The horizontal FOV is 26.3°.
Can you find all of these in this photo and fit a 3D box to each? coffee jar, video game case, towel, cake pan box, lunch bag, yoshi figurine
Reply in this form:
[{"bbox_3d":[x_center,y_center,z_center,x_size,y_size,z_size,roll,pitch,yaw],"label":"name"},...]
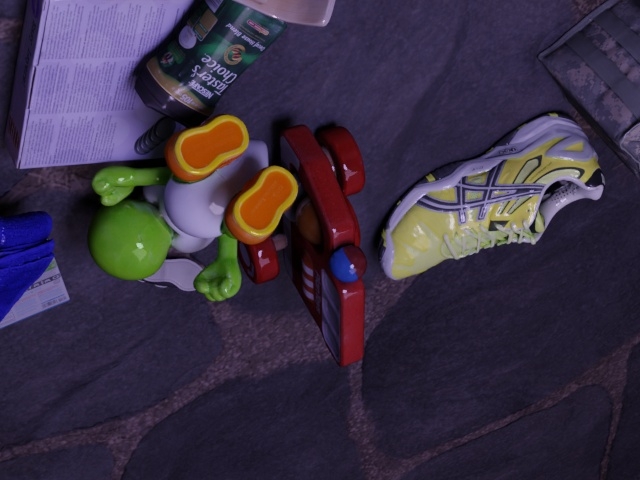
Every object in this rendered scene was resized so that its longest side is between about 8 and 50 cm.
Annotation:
[{"bbox_3d":[-0.132,-0.219,1.618,0.184,0.079,0.096,-47,140,15],"label":"coffee jar"},{"bbox_3d":[-0.418,0.050,1.872,0.119,0.015,0.166,-22,142,-12],"label":"video game case"},{"bbox_3d":[-0.459,0.073,1.640,0.227,0.076,0.308,-50,167,21],"label":"towel"},{"bbox_3d":[-0.244,-0.211,1.665,0.246,0.070,0.266,-9,137,-30],"label":"cake pan box"},{"bbox_3d":[0.508,-0.261,1.998,0.287,0.235,0.169,-38,139,7],"label":"lunch bag"},{"bbox_3d":[-0.186,-0.027,1.719,0.203,0.203,0.362,6,167,-23],"label":"yoshi figurine"}]

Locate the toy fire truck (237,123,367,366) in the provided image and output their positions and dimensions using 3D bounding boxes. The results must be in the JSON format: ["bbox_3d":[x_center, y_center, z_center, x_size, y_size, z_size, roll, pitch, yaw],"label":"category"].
[{"bbox_3d":[0.000,0.000,1.914,0.169,0.254,0.302,-19,141,-18],"label":"toy fire truck"}]

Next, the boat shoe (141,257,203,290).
[{"bbox_3d":[-0.223,0.048,1.988,0.125,0.038,0.046,6,87,-46],"label":"boat shoe"}]

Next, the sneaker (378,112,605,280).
[{"bbox_3d":[0.263,-0.049,2.133,0.385,0.147,0.145,-34,144,4],"label":"sneaker"}]

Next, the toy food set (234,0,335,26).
[{"bbox_3d":[-0.084,-0.382,1.469,0.306,0.092,0.219,19,84,-42],"label":"toy food set"}]
